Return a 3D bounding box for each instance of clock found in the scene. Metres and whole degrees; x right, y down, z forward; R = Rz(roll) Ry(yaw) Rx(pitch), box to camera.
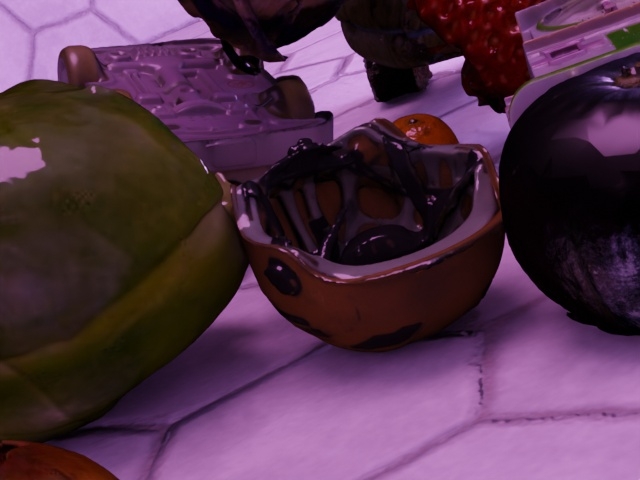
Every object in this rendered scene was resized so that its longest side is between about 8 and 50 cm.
[{"bbox_3d":[0.269,-0.135,1.236,0.235,0.166,0.309,-19,14,9],"label":"clock"}]

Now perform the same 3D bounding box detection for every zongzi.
[{"bbox_3d":[0.167,-0.405,1.771,0.356,0.393,0.174,-23,33,-40],"label":"zongzi"}]

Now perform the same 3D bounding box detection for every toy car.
[{"bbox_3d":[-0.146,-0.083,1.587,0.242,0.226,0.336,-7,27,-20],"label":"toy car"}]

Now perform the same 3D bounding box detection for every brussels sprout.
[{"bbox_3d":[-0.240,0.008,1.198,0.314,0.276,0.371,-36,18,-13],"label":"brussels sprout"}]

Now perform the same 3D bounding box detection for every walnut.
[{"bbox_3d":[-0.182,0.176,0.906,0.115,0.116,0.207,-31,18,-30],"label":"walnut"}]

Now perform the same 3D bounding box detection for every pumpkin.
[{"bbox_3d":[0.228,-0.040,0.984,0.233,0.163,0.233,-16,20,6],"label":"pumpkin"}]

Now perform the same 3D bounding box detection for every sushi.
[{"bbox_3d":[0.099,-0.233,1.926,0.078,0.091,0.150,-14,15,12],"label":"sushi"}]

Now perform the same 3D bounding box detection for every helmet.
[{"bbox_3d":[0.043,0.010,1.117,0.198,0.130,0.224,-30,38,-24],"label":"helmet"}]

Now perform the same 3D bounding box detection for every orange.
[{"bbox_3d":[0.096,-0.084,1.452,0.083,0.084,0.083,-20,16,6],"label":"orange"}]

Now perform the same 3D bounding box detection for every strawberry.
[{"bbox_3d":[0.225,-0.261,1.471,0.257,0.261,0.261,-32,10,26],"label":"strawberry"}]

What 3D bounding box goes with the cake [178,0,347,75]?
[{"bbox_3d":[-0.057,-0.330,1.502,0.332,0.321,0.332,16,-4,1],"label":"cake"}]
